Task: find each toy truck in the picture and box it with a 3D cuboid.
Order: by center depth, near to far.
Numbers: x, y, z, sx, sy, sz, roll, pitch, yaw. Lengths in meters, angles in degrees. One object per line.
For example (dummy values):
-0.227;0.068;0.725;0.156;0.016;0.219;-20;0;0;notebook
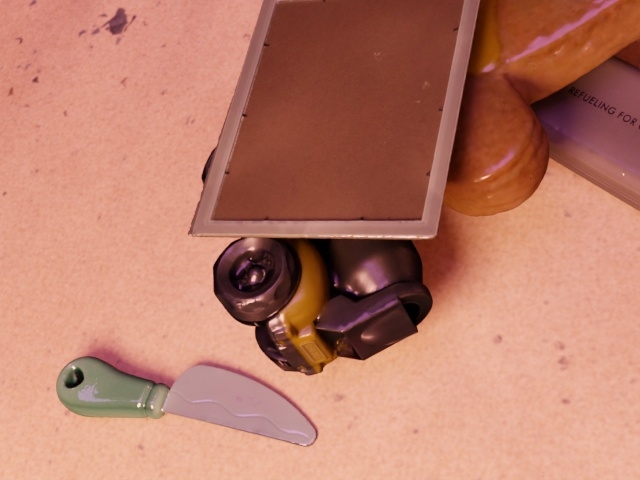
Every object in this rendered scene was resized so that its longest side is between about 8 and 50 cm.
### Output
0.000;0.000;0.947;0.165;0.147;0.224;-18;56;11;toy truck

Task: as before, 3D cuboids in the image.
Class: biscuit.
0.174;-0.217;0.968;0.394;0.076;0.368;-35;42;8;biscuit

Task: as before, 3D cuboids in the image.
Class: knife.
-0.122;0.143;0.994;0.261;0.034;0.063;5;60;17;knife

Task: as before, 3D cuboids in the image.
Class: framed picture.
0.019;-0.114;0.911;0.217;0.017;0.274;2;59;24;framed picture

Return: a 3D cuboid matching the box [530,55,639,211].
0.260;-0.098;0.946;0.244;0.055;0.103;37;82;32;box
